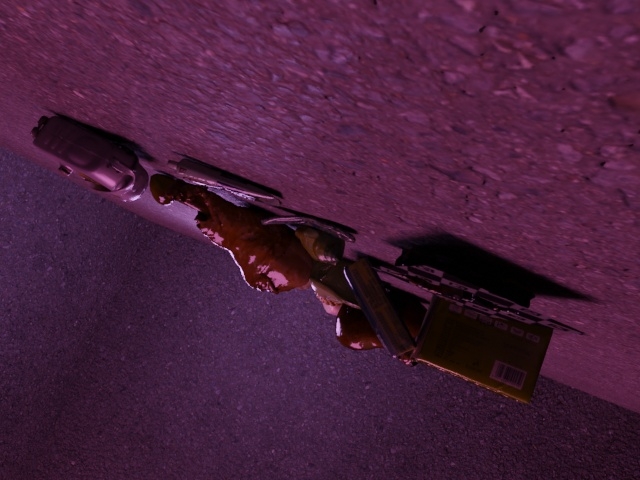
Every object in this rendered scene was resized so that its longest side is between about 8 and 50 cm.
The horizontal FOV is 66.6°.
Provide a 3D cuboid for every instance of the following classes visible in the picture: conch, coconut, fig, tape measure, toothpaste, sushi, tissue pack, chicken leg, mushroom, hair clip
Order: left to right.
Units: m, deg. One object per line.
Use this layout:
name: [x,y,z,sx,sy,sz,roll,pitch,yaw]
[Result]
tape measure: [-0.485,-0.165,1.088,0.236,0.120,0.197,26,167,11]
fig: [-0.404,-0.136,1.255,0.088,0.074,0.074,49,170,-2]
toothpaste: [-0.186,-0.112,0.942,0.234,0.037,0.060,19,174,2]
chicken leg: [-0.211,-0.022,1.255,0.410,0.182,0.295,33,-176,-20]
hair clip: [-0.027,-0.032,1.040,0.229,0.036,0.066,12,173,25]
conch: [-0.001,0.004,1.105,0.201,0.079,0.095,26,158,45]
coconut: [0.081,0.269,2.280,0.183,0.170,0.171,21,172,-7]
tissue pack: [0.152,0.179,1.279,0.257,0.081,0.185,62,179,13]
mushroom: [0.218,0.316,1.756,0.346,0.259,0.345,-13,-172,2]
sushi: [0.267,0.075,0.872,0.294,0.059,0.292,24,172,-12]
tissue pack: [0.393,0.257,1.220,0.275,0.200,0.167,21,171,8]

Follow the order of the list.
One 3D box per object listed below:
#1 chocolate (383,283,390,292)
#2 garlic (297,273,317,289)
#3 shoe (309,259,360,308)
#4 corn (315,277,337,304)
chocolate: [0.160,0.151,1.641,0.147,0.070,0.072,26,177,6]
garlic: [-0.069,0.162,2.146,0.128,0.115,0.206,16,174,2]
shoe: [0.066,0.121,1.482,0.262,0.140,0.128,24,164,25]
corn: [0.055,0.191,1.932,0.144,0.143,0.387,21,176,7]
